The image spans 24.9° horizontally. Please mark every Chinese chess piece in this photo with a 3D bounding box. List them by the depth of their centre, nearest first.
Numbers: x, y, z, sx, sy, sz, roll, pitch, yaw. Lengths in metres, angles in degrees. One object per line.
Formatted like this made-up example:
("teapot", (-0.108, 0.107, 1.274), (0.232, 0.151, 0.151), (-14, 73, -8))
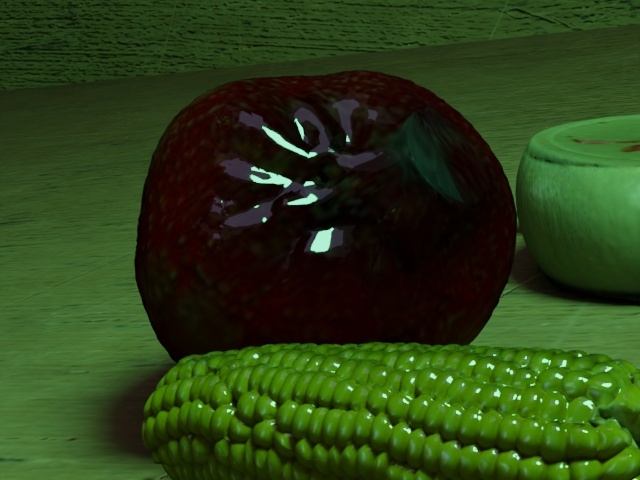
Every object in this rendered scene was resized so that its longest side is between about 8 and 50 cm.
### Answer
("Chinese chess piece", (0.270, -0.034, 1.076), (0.250, 0.103, 0.250), (-6, 13, 1))

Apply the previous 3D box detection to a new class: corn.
("corn", (0.044, 0.095, 0.689), (0.310, 0.101, 0.101), (2, 17, 33))

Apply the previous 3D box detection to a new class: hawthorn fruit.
("hawthorn fruit", (0.000, 0.000, 0.914), (0.230, 0.210, 0.266), (-17, -3, -4))
